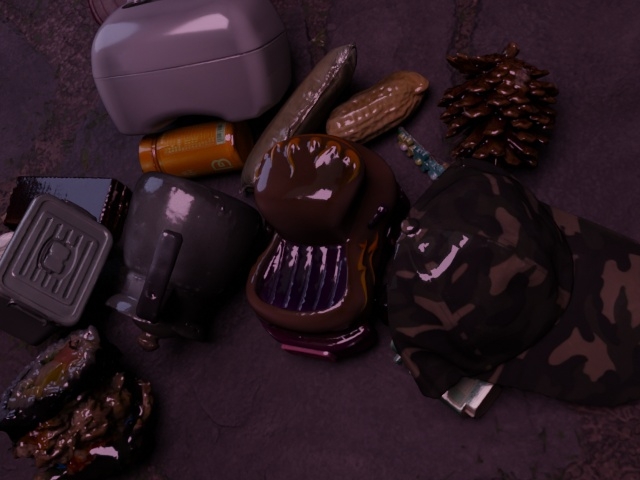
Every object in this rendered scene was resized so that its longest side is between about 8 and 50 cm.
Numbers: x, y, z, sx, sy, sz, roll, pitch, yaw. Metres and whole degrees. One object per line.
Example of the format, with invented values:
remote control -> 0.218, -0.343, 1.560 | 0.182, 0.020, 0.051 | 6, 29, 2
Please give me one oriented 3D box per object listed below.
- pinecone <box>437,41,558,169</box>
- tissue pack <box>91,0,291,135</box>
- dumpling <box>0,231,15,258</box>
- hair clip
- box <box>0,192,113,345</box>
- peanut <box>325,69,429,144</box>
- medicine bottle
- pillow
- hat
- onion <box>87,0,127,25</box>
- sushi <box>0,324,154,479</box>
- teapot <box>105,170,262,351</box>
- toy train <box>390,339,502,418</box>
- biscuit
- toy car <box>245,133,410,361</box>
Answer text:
pinecone -> 0.273, -0.193, 1.436 | 0.185, 0.169, 0.212 | 7, 75, 7
tissue pack -> -0.231, -0.331, 1.636 | 0.333, 0.236, 0.229 | -6, 24, 19
dumpling -> -0.587, 0.059, 1.723 | 0.215, 0.126, 0.166 | -25, 52, 12
hair clip -> 0.178, -0.133, 1.525 | 0.049, 0.049, 0.173 | -47, 61, -1
box -> -0.482, 0.058, 1.606 | 0.135, 0.163, 0.243 | -39, 28, 42
peanut -> 0.098, -0.224, 1.576 | 0.194, 0.093, 0.083 | -30, 94, -1
medicine bottle -> -0.224, -0.162, 1.675 | 0.191, 0.096, 0.096 | -9, 66, 19
pillow -> -0.041, -0.200, 1.583 | 0.075, 0.185, 0.302 | 36, 85, -8
hat -> 0.307, 0.058, 1.253 | 0.381, 0.257, 0.366 | 9, 74, 18
onion -> -0.301, -0.555, 1.772 | 0.336, 0.282, 0.260 | -36, 38, 26
sushi -> -0.393, 0.281, 1.522 | 0.238, 0.219, 0.225 | -29, 20, 39
teapot -> -0.222, 0.054, 1.503 | 0.305, 0.223, 0.285 | 13, 82, 60
toy train -> 0.190, 0.170, 1.379 | 0.194, 0.081, 0.125 | 36, 90, 29
biscuit -> -0.487, -0.063, 1.760 | 0.252, 0.070, 0.106 | 2, 69, 23
toy car -> 0.000, 0.000, 1.432 | 0.271, 0.240, 0.341 | 6, 72, 25
